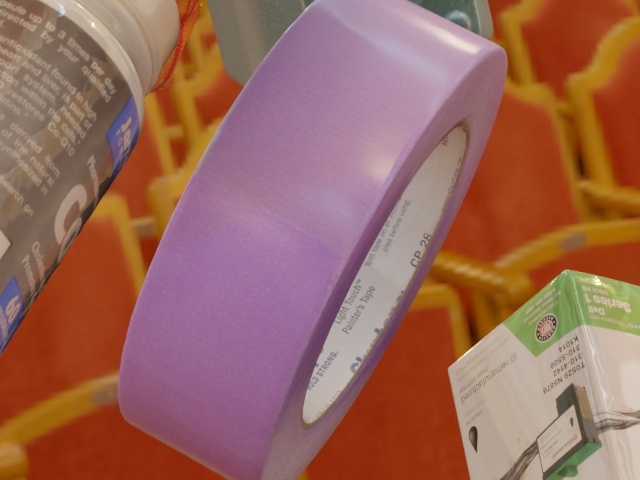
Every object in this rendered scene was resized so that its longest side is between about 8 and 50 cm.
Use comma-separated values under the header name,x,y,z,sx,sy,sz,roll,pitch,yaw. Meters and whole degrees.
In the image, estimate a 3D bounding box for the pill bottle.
name,x,y,z,sx,sy,sz,roll,pitch,yaw
pill bottle,-0.098,-0.028,0.495,0.078,0.078,0.137,1,47,33

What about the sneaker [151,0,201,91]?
name,x,y,z,sx,sy,sz,roll,pitch,yaw
sneaker,-0.107,-0.187,1.214,0.064,0.175,0.067,29,17,14

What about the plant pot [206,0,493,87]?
name,x,y,z,sx,sy,sz,roll,pitch,yaw
plant pot,0.027,-0.251,1.542,0.248,0.247,0.252,-17,25,-7

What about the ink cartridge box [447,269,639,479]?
name,x,y,z,sx,sy,sz,roll,pitch,yaw
ink cartridge box,0.191,0.159,1.286,0.093,0.219,0.160,15,-42,-30

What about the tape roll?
name,x,y,z,sx,sy,sz,roll,pitch,yaw
tape roll,0.000,0.000,0.943,0.090,0.275,0.275,28,26,12
